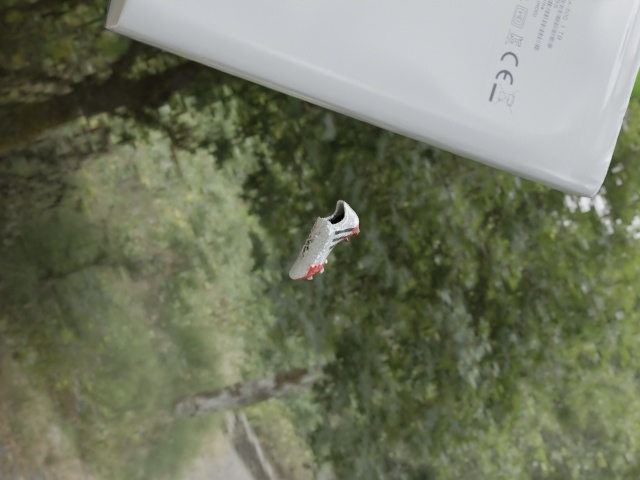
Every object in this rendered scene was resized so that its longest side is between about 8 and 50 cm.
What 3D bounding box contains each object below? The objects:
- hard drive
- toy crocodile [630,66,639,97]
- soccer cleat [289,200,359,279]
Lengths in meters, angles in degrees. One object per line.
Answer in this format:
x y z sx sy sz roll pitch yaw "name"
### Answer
0.060 -0.168 0.620 0.040 0.318 0.210 20 -87 63 "hard drive"
0.291 -0.272 0.850 0.115 0.105 0.341 -107 -151 -60 "toy crocodile"
0.000 0.000 0.939 0.029 0.083 0.036 21 -33 49 "soccer cleat"
